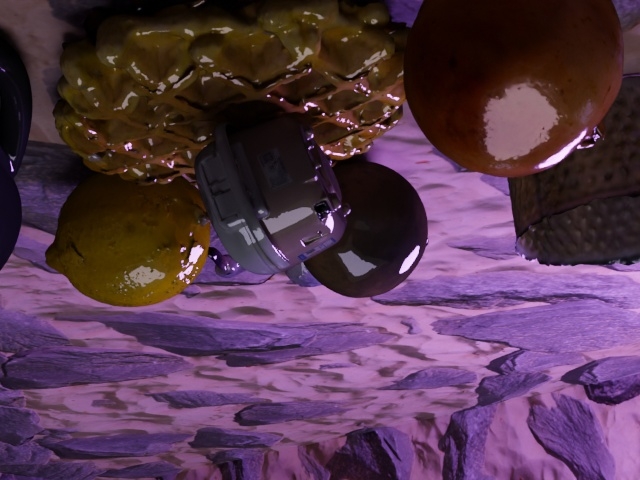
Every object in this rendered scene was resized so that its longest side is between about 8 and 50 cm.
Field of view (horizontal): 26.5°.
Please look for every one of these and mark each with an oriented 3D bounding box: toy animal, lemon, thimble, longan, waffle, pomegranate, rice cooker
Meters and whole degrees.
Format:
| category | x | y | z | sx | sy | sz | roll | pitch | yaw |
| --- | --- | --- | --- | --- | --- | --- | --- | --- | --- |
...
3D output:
| category | x | y | z | sx | sy | sz | roll | pitch | yaw |
| --- | --- | --- | --- | --- | --- | --- | --- | --- | --- |
| toy animal | -0.017 | 0.012 | 1.856 | 0.324 | 0.090 | 0.195 | -11 | 157 | -17 |
| lemon | -0.224 | -0.005 | 1.601 | 0.206 | 0.173 | 0.173 | -11 | 161 | 5 |
| thimble | 0.354 | -0.076 | 1.628 | 0.271 | 0.150 | 0.271 | -5 | 162 | -2 |
| longan | 0.049 | -0.014 | 1.682 | 0.167 | 0.167 | 0.187 | -18 | 147 | 30 |
| waffle | -0.083 | -0.143 | 1.387 | 0.380 | 0.095 | 0.382 | -6 | 164 | -8 |
| pomegranate | 0.178 | -0.160 | 1.245 | 0.209 | 0.209 | 0.209 | -6 | 161 | -2 |
| rice cooker | -0.045 | -0.045 | 1.329 | 0.127 | 0.145 | 0.206 | -22 | 167 | 3 |

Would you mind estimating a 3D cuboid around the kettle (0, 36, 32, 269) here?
| category | x | y | z | sx | sy | sz | roll | pitch | yaw |
| --- | --- | --- | --- | --- | --- | --- | --- | --- | --- |
| kettle | -0.399 | -0.093 | 1.308 | 0.268 | 0.207 | 0.290 | -33 | 156 | -13 |
